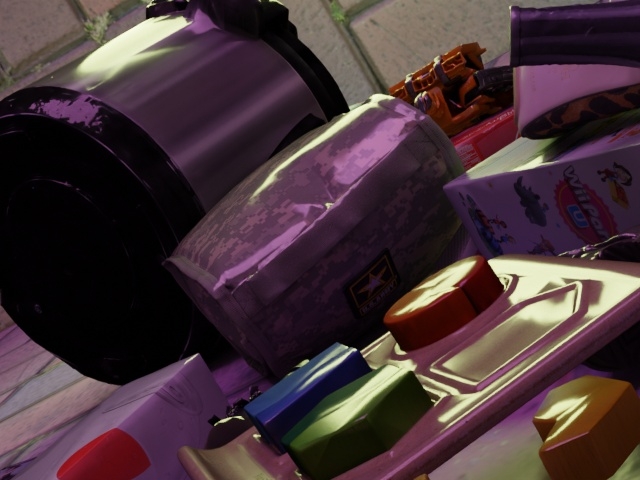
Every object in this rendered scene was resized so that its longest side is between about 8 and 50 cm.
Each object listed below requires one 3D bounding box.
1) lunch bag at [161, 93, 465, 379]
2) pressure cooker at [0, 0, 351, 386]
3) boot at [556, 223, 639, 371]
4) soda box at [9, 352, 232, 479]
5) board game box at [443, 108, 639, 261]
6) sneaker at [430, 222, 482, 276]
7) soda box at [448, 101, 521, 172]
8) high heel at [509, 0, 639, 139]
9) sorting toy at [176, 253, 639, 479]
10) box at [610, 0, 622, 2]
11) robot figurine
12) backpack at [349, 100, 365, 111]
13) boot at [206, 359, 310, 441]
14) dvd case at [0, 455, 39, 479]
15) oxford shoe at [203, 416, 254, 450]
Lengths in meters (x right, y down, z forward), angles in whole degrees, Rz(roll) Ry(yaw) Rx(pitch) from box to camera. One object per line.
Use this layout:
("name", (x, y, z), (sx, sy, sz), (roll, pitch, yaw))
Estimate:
("lunch bag", (0.000, 0.000, 1.225), (0.235, 0.169, 0.287), (-41, 4, -8))
("pressure cooker", (-0.159, -0.080, 1.620), (0.370, 0.375, 0.420), (-27, 9, 43))
("boot", (0.122, 0.051, 0.863), (0.208, 0.076, 0.190), (-16, 2, 38))
("soda box", (-0.167, 0.193, 0.970), (0.098, 0.091, 0.286), (-24, 10, 37))
("board game box", (0.263, -0.070, 1.020), (0.224, 0.097, 0.303), (-33, 8, -21))
("sneaker", (0.146, 0.009, 1.160), (0.134, 0.070, 0.051), (-61, 16, -5))
("soda box", (0.262, -0.127, 1.419), (0.263, 0.083, 0.092), (-29, 8, 10))
("high heel", (0.229, -0.121, 0.974), (0.186, 0.093, 0.261), (-1, -3, 9))
("sorting toy", (0.054, 0.060, 0.606), (0.229, 0.041, 0.307), (-30, 7, -11))
("box", (0.307, -0.213, 0.974), (0.170, 0.091, 0.130), (-2, -4, -26))
("robot figurine", (0.187, -0.157, 1.568), (0.211, 0.085, 0.291), (-29, -16, 34))
("backpack", (0.045, -0.107, 1.884), (0.166, 0.144, 0.188), (-28, 9, -24))
("boot", (-0.006, 0.122, 0.888), (0.121, 0.045, 0.099), (13, 35, 39))
("dvd case", (-0.348, 0.268, 1.452), (0.087, 0.013, 0.119), (-23, 10, 44))
("oxford shoe", (-0.059, 0.187, 0.762), (0.212, 0.076, 0.076), (-64, -4, -62))
